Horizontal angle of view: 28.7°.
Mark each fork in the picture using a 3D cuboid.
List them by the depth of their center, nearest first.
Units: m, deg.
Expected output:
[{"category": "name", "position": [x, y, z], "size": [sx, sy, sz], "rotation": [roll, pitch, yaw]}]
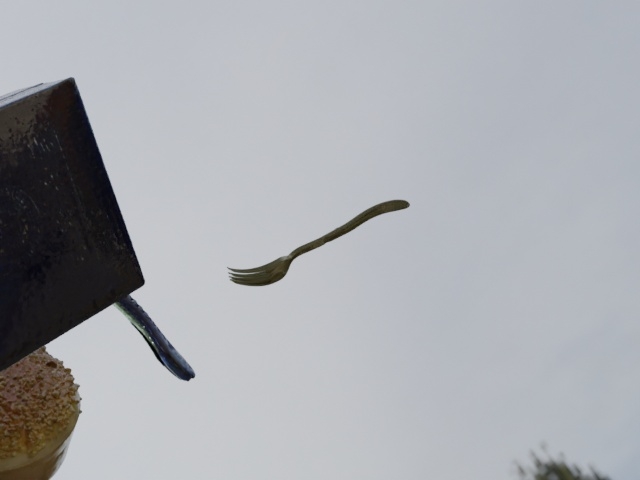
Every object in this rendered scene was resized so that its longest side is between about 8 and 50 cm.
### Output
[{"category": "fork", "position": [0.003, 0.004, 1.374], "size": [0.219, 0.028, 0.034], "rotation": [-23, -42, -15]}]

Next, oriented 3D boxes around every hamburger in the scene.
[{"category": "hamburger", "position": [-0.499, 0.250, 1.822], "size": [0.302, 0.302, 0.170], "rotation": [-16, -52, -29]}]

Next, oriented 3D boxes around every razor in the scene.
[{"category": "razor", "position": [-0.263, 0.052, 1.594], "size": [0.056, 0.324, 0.093], "rotation": [-30, 10, 4]}]

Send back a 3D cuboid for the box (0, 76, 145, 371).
[{"category": "box", "position": [-0.355, -0.013, 1.380], "size": [0.116, 0.261, 0.279], "rotation": [-6, 19, 38]}]
